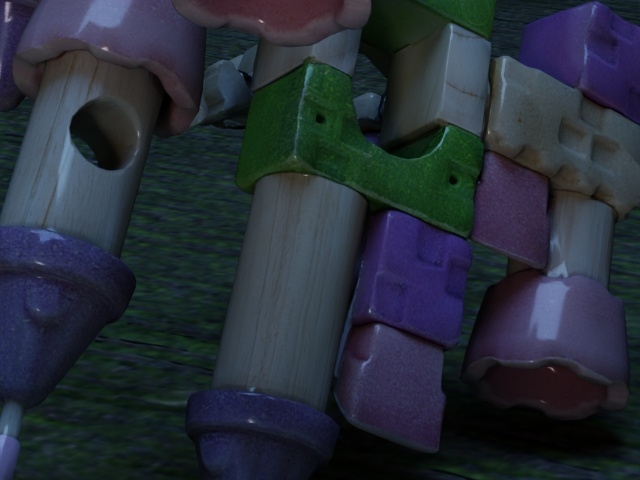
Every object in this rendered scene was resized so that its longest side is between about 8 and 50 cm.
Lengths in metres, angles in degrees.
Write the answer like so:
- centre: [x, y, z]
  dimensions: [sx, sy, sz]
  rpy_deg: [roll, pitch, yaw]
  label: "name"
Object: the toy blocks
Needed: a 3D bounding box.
- centre: [0.000, 0.000, 0.691]
  dimensions: [0.289, 0.260, 0.309]
  rpy_deg: [23, -23, -30]
  label: "toy blocks"
